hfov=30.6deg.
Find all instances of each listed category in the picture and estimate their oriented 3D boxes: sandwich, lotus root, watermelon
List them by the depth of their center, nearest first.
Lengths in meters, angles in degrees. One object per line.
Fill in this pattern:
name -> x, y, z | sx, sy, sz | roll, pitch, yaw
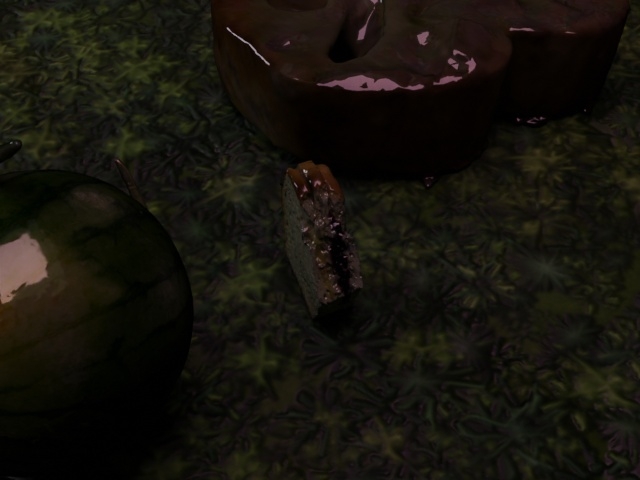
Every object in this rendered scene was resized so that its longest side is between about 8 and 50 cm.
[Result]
watermelon -> -0.168, 0.047, 0.726 | 0.188, 0.188, 0.214 | 21, 30, 22
sandwich -> 0.000, 0.000, 0.824 | 0.035, 0.105, 0.093 | -14, 42, -12
lotus root -> 0.076, -0.214, 1.044 | 0.390, 0.111, 0.375 | -35, 51, -30

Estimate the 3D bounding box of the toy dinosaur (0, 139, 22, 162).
toy dinosaur -> -0.254, -0.098, 0.857 | 0.447, 0.087, 0.301 | 5, 29, 42
